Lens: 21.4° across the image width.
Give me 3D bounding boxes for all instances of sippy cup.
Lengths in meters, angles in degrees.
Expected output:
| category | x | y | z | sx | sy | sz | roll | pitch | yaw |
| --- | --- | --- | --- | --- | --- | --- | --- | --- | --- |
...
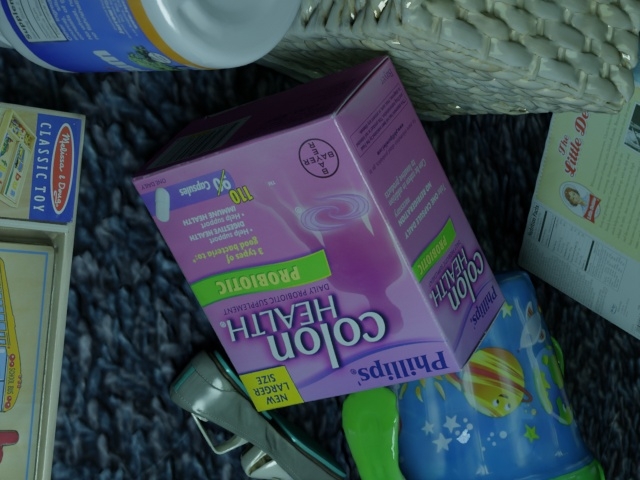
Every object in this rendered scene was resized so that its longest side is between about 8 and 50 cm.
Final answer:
| category | x | y | z | sx | sy | sz | roll | pitch | yaw |
| --- | --- | --- | --- | --- | --- | --- | --- | --- | --- |
| sippy cup | 0.135 | 0.148 | 1.611 | 0.240 | 0.305 | 0.224 | -10 | 91 | -1 |

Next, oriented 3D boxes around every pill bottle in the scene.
| category | x | y | z | sx | sy | sz | roll | pitch | yaw |
| --- | --- | --- | --- | --- | --- | --- | --- | --- | --- |
| pill bottle | -0.153 | -0.199 | 1.249 | 0.152 | 0.272 | 0.152 | -4 | 96 | -44 |

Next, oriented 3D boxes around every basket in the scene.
| category | x | y | z | sx | sy | sz | roll | pitch | yaw |
| --- | --- | --- | --- | --- | --- | --- | --- | --- | --- |
| basket | 0.105 | -0.294 | 1.502 | 0.331 | 0.266 | 0.328 | 14 | 84 | -42 |

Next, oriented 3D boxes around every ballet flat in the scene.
| category | x | y | z | sx | sy | sz | roll | pitch | yaw |
| --- | --- | --- | --- | --- | --- | --- | --- | --- | --- |
| ballet flat | -0.060 | 0.176 | 1.529 | 0.068 | 0.072 | 0.213 | -44 | 126 | 0 |

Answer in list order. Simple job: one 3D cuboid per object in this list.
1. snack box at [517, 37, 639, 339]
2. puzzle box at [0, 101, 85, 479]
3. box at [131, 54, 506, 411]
| category | x | y | z | sx | sy | sz | roll | pitch | yaw |
| --- | --- | --- | --- | --- | --- | --- | --- | --- | --- |
| snack box | 0.308 | -0.048 | 1.675 | 0.060 | 0.187 | 0.322 | -42 | 154 | -33 |
| puzzle box | -0.315 | 0.090 | 1.272 | 0.272 | 0.052 | 0.409 | 5 | 90 | -45 |
| box | 0.000 | 0.000 | 1.422 | 0.243 | 0.213 | 0.117 | 63 | 36 | -18 |
